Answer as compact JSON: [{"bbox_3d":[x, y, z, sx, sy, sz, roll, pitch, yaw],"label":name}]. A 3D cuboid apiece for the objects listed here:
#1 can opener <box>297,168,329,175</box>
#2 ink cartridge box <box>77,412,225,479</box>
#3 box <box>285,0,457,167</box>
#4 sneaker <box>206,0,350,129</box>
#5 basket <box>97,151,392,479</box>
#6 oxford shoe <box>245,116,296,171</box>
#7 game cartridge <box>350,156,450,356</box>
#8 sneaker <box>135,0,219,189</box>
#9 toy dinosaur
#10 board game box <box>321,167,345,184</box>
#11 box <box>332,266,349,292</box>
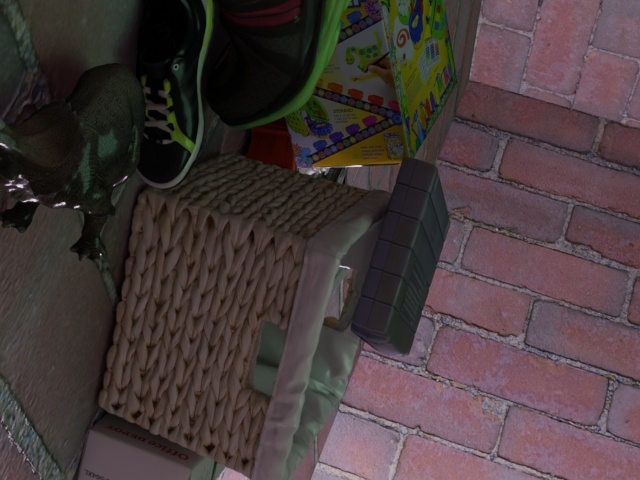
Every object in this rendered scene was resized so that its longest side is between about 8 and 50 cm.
[{"bbox_3d":[-0.069,-0.074,1.848,0.280,0.093,0.074,-58,168,-24],"label":"can opener"},{"bbox_3d":[-0.204,0.268,1.510,0.203,0.148,0.085,-44,151,-69],"label":"ink cartridge box"},{"bbox_3d":[0.064,-0.294,1.649,0.290,0.177,0.279,-57,140,-53],"label":"box"},{"bbox_3d":[-0.059,-0.313,1.297,0.482,0.202,0.185,120,-24,-51],"label":"sneaker"},{"bbox_3d":[-0.088,0.084,1.484,0.331,0.267,0.328,-44,150,-70],"label":"basket"},{"bbox_3d":[-0.073,-0.107,1.714,0.098,0.097,0.271,10,97,-83],"label":"oxford shoe"},{"bbox_3d":[0.112,0.038,1.564,0.355,0.068,0.230,50,61,-76],"label":"game cartridge"},{"bbox_3d":[-0.170,-0.170,1.195,0.097,0.084,0.234,-15,114,-71],"label":"sneaker"},{"bbox_3d":[-0.204,-0.089,1.024,0.313,0.121,0.160,-51,170,-53],"label":"toy dinosaur"},{"bbox_3d":[-0.005,-0.044,2.333,0.136,0.030,0.259,92,19,-62],"label":"board game box"},{"bbox_3d":[0.000,0.000,2.197,0.145,0.038,0.186,-50,130,-63],"label":"box"}]
